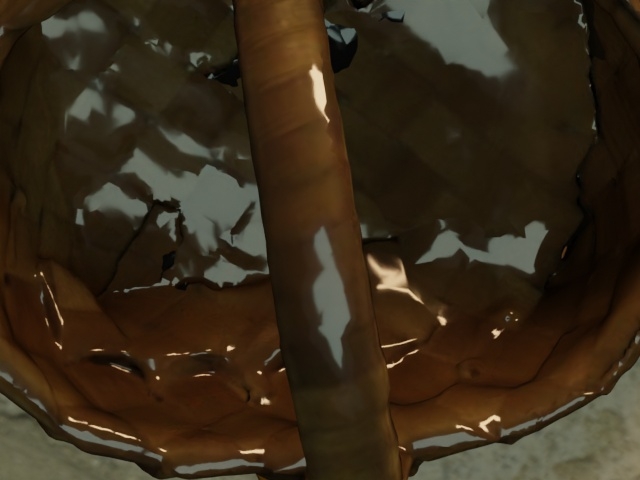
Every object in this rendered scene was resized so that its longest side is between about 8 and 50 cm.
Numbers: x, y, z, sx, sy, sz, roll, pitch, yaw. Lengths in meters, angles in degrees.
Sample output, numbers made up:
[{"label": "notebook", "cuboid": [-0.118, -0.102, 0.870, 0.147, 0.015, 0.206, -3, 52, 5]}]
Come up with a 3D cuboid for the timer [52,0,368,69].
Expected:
[{"label": "timer", "cuboid": [-0.040, -0.209, 0.767, 0.178, 0.078, 0.254, 7, 115, -6]}]

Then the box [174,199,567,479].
[{"label": "box", "cuboid": [0.061, 0.011, 0.880, 0.274, 0.076, 0.174, -21, 114, 6]}]

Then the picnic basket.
[{"label": "picnic basket", "cuboid": [0.000, 0.000, 0.654, 0.337, 0.337, 0.293, -9, 117, 0]}]
